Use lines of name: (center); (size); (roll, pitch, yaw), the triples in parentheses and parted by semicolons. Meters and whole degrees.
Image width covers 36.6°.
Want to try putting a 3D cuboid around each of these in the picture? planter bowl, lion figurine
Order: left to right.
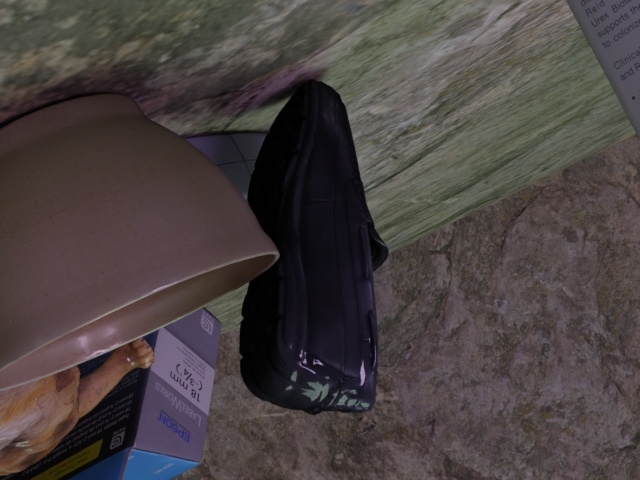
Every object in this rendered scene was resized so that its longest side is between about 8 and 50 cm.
lion figurine: (-0.314, 0.165, 0.921); (0.240, 0.142, 0.392); (-39, 176, -39)
planter bowl: (-0.116, -0.006, 0.492); (0.162, 0.109, 0.162); (-25, 174, -3)

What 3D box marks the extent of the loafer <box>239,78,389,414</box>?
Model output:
loafer: (0.000, 0.000, 0.578); (0.078, 0.223, 0.076); (20, 141, -25)

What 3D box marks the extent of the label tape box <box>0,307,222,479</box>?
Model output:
label tape box: (-0.249, 0.229, 1.100); (0.241, 0.106, 0.333); (-31, -149, 23)

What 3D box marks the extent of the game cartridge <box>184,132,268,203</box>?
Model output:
game cartridge: (-0.100, -0.016, 0.755); (0.198, 0.062, 0.297); (-23, 175, 17)

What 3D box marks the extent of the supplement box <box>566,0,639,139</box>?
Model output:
supplement box: (0.196, -0.103, 0.425); (0.111, 0.220, 0.114); (-22, 172, -36)
